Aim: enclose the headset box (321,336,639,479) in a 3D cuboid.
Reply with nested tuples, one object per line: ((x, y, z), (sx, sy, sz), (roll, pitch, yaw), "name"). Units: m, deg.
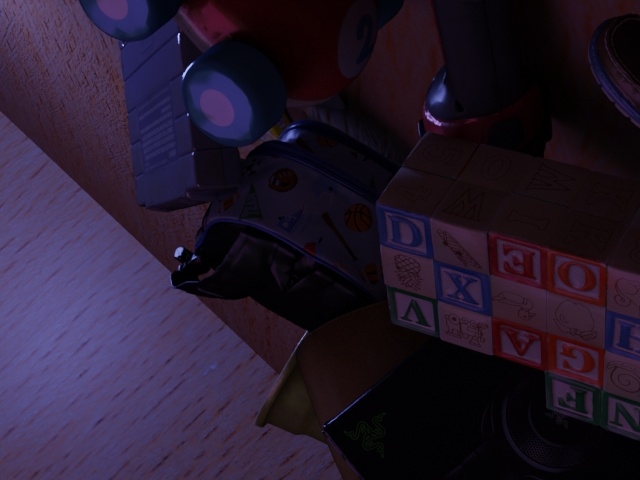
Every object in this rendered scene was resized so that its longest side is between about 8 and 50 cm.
((0.175, 0.177, 1.239), (0.246, 0.283, 0.131), (52, -172, 6), "headset box")

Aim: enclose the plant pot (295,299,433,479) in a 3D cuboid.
((0.112, 0.210, 1.413), (0.237, 0.237, 0.254), (76, -177, -66), "plant pot")

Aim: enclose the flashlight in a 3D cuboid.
((0.102, -0.153, 0.989), (0.103, 0.103, 0.304), (11, 149, 22), "flashlight")

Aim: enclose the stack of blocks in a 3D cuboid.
((0.196, 0.043, 0.999), (0.297, 0.087, 0.171), (16, 139, 24), "stack of blocks")

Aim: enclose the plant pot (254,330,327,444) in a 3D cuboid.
((0.099, 0.179, 1.747), (0.254, 0.276, 0.276), (32, 166, 5), "plant pot")

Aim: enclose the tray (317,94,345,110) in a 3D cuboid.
((-0.086, -0.235, 1.466), (0.270, 0.030, 0.145), (51, 165, -26), "tray")

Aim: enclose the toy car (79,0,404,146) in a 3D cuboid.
((-0.013, -0.226, 0.997), (0.210, 0.219, 0.238), (46, 139, -2), "toy car")

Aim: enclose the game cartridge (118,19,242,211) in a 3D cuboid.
((-0.149, -0.149, 1.466), (0.355, 0.068, 0.230), (176, 83, -74), "game cartridge")

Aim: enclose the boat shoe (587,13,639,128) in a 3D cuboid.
((0.244, -0.082, 0.832), (0.183, 0.066, 0.066), (34, 162, 5), "boat shoe")

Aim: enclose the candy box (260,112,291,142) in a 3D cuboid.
((-0.104, -0.173, 1.726), (0.206, 0.027, 0.105), (34, 167, 42), "candy box")

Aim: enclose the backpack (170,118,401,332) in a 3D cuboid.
((0.000, 0.000, 1.502), (0.276, 0.213, 0.263), (25, 170, -3), "backpack")
